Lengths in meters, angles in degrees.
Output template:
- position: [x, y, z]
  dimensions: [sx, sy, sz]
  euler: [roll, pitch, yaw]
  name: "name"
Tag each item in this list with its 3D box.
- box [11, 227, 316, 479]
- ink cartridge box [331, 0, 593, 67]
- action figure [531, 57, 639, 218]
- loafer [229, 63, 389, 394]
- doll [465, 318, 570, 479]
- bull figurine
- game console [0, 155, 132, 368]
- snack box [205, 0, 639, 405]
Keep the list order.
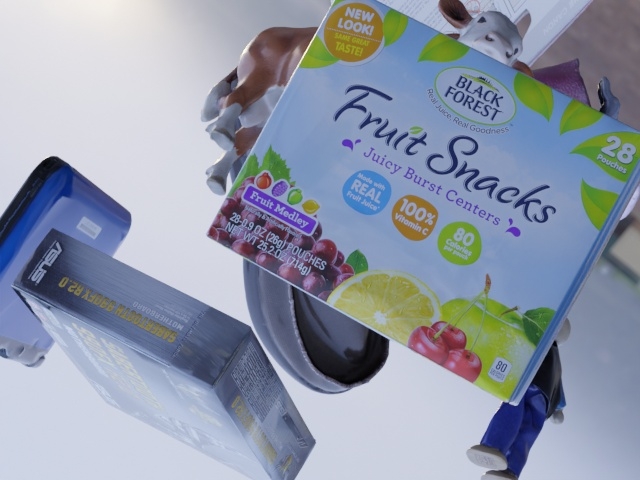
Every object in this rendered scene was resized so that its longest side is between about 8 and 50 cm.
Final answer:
- position: [-0.113, 0.097, 1.290]
  dimensions: [0.183, 0.056, 0.231]
  euler: [25, 161, 23]
  name: "box"
- position: [0.153, -0.229, 1.565]
  dimensions: [0.066, 0.296, 0.261]
  euler: [14, -137, -39]
  name: "ink cartridge box"
- position: [0.140, -0.085, 1.913]
  dimensions: [0.248, 0.370, 0.276]
  euler: [87, 168, -57]
  name: "action figure"
- position: [0.000, 0.000, 1.632]
  dimensions: [0.130, 0.134, 0.366]
  euler: [16, 132, 46]
  name: "loafer"
- position: [0.194, 0.139, 1.588]
  dimensions: [0.046, 0.189, 0.129]
  euler: [1, 137, 35]
  name: "doll"
- position: [0.028, -0.116, 1.413]
  dimensions: [0.310, 0.188, 0.101]
  euler: [6, 137, 47]
  name: "bull figurine"
- position: [-0.321, 0.019, 1.477]
  dimensions: [0.173, 0.250, 0.293]
  euler: [33, 176, 8]
  name: "game console"
- position: [0.065, -0.027, 1.006]
  dimensions: [0.207, 0.174, 0.070]
  euler: [29, 179, 13]
  name: "snack box"
